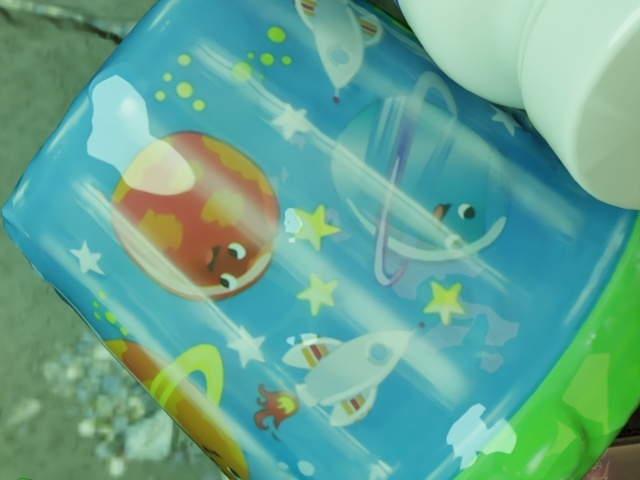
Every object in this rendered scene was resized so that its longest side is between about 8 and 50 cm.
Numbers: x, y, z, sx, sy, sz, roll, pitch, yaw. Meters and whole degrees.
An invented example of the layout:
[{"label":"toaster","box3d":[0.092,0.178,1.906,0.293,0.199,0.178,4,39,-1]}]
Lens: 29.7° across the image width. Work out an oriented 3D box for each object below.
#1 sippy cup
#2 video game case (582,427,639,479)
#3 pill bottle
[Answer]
[{"label":"sippy cup","box3d":[0.000,0.000,0.516,0.224,0.305,0.240,41,117,-7]},{"label":"video game case","box3d":[0.185,0.194,0.627,0.274,0.026,0.196,-8,92,2]},{"label":"pill bottle","box3d":[0.083,-0.146,0.445,0.152,0.152,0.272,-5,48,-23]}]
